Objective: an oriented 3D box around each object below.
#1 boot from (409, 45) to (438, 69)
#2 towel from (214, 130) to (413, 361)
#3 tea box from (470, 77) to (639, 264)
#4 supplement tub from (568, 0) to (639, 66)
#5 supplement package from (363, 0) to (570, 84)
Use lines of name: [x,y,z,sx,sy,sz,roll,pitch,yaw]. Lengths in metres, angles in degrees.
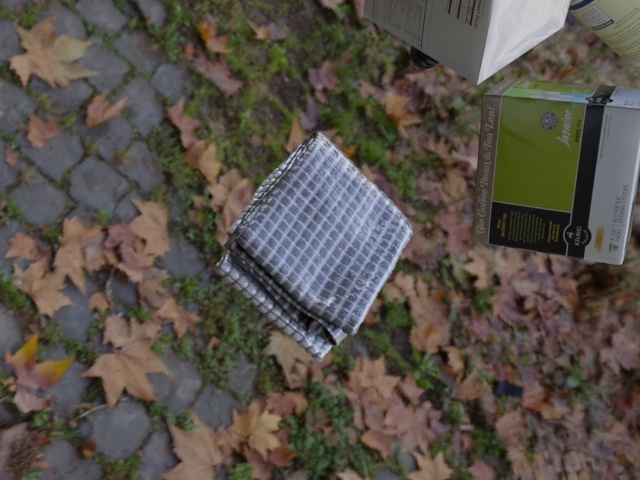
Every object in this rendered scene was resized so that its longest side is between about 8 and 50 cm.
boot: [0.295,-0.483,1.779,0.094,0.207,0.247,24,73,-32]
towel: [0.000,0.000,1.283,0.235,0.121,0.284,44,50,-15]
tea box: [0.508,-0.157,1.814,0.220,0.323,0.329,-40,136,-59]
supplement tub: [0.702,-0.531,1.871,0.324,0.235,0.235,35,51,-16]
supplement package: [0.198,-0.345,1.117,0.194,0.149,0.203,-35,58,-28]
